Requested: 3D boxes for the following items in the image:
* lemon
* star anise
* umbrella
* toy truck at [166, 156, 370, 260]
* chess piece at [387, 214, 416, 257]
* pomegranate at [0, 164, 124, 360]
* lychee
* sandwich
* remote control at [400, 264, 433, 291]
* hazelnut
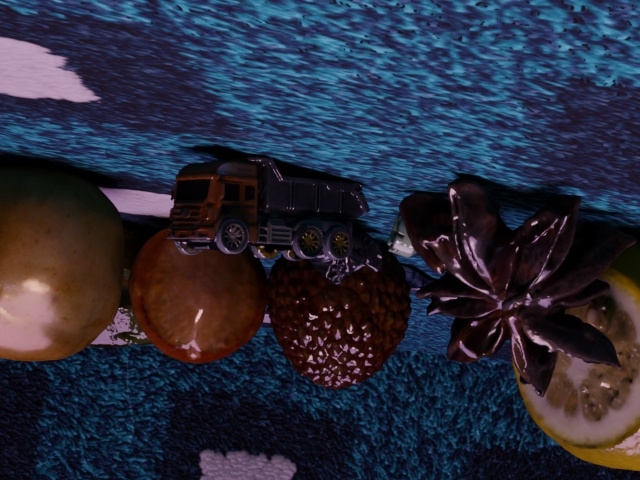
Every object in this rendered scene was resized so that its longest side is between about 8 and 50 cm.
[{"bbox_3d":[0.331,0.114,1.749,0.219,0.240,0.240,1,179,-43],"label":"lemon"},{"bbox_3d":[0.182,0.039,1.619,0.212,0.129,0.282,-8,123,29],"label":"star anise"},{"bbox_3d":[0.002,0.001,1.876,0.080,0.071,0.224,-24,156,16],"label":"umbrella"},{"bbox_3d":[-0.049,-0.028,1.628,0.192,0.092,0.083,4,177,-38],"label":"toy truck"},{"bbox_3d":[0.125,0.007,1.817,0.103,0.067,0.067,19,170,-10],"label":"chess piece"},{"bbox_3d":[-0.317,0.025,1.843,0.233,0.233,0.233,8,172,1],"label":"pomegranate"},{"bbox_3d":[0.022,0.088,2.061,0.188,0.188,0.188,8,172,1],"label":"lychee"},{"bbox_3d":[-0.306,0.062,2.292,0.301,0.162,0.250,-3,163,43],"label":"sandwich"},{"bbox_3d":[0.118,0.053,2.279,0.044,0.027,0.152,1,172,18],"label":"remote control"},{"bbox_3d":[-0.152,0.073,2.116,0.182,0.182,0.182,8,172,1],"label":"hazelnut"}]
